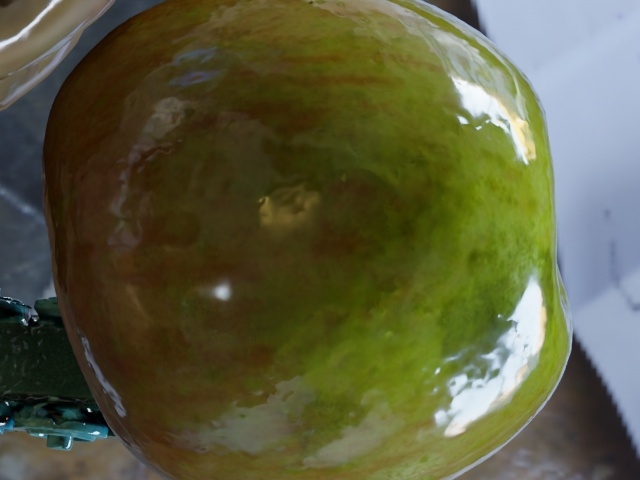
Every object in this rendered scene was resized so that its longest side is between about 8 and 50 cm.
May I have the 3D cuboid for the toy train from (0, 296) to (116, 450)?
[{"bbox_3d":[-0.183,0.093,1.306,0.154,0.198,0.107,23,71,-62],"label":"toy train"}]

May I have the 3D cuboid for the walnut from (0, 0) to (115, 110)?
[{"bbox_3d":[-0.202,-0.215,0.823,0.306,0.306,0.344,38,55,-31],"label":"walnut"}]

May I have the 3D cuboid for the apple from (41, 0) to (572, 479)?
[{"bbox_3d":[0.000,0.000,0.670,0.196,0.196,0.196,0,91,-37],"label":"apple"}]
